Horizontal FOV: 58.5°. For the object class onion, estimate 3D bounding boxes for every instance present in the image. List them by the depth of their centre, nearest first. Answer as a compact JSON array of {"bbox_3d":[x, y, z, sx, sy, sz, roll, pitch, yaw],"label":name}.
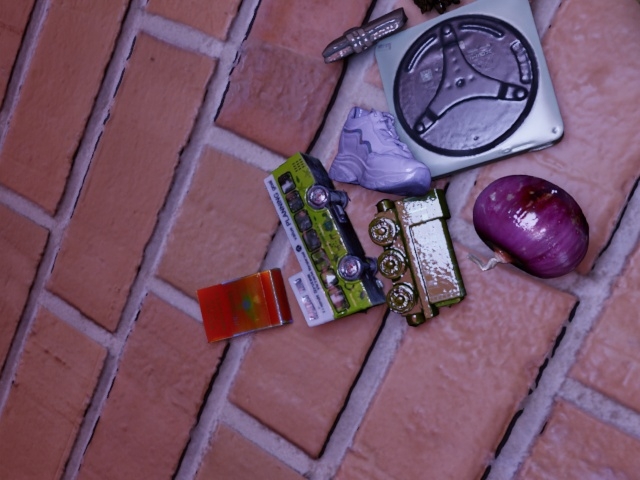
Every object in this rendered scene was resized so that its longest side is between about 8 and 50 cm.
[{"bbox_3d":[0.313,-0.017,0.862,0.178,0.177,0.153,15,94,21],"label":"onion"}]

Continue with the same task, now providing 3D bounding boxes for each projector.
[{"bbox_3d":[0.237,-0.250,0.943,0.257,0.079,0.258,-16,83,22],"label":"projector"}]

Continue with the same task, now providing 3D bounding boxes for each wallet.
[{"bbox_3d":[0.076,-0.358,0.994,0.153,0.118,0.038,-19,114,18],"label":"wallet"}]

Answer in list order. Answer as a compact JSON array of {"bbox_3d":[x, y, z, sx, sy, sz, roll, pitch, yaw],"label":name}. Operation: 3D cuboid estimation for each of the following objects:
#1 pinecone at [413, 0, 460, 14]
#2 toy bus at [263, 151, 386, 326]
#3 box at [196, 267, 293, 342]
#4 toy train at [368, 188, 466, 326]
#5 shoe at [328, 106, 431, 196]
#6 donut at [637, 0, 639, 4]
[{"bbox_3d":[0.190,-0.445,0.936,0.121,0.140,0.140,-39,76,6],"label":"pinecone"},{"bbox_3d":[0.000,0.000,1.029,0.139,0.113,0.301,-28,77,20],"label":"toy bus"},{"bbox_3d":[-0.150,0.127,1.118,0.175,0.048,0.112,-15,83,22],"label":"box"},{"bbox_3d":[0.167,0.028,0.969,0.137,0.090,0.225,-17,84,18],"label":"toy train"},{"bbox_3d":[0.101,-0.149,0.940,0.245,0.095,0.137,25,111,59],"label":"shoe"},{"bbox_3d":[0.607,-0.391,0.683,0.450,0.198,0.448,-12,60,21],"label":"donut"}]
